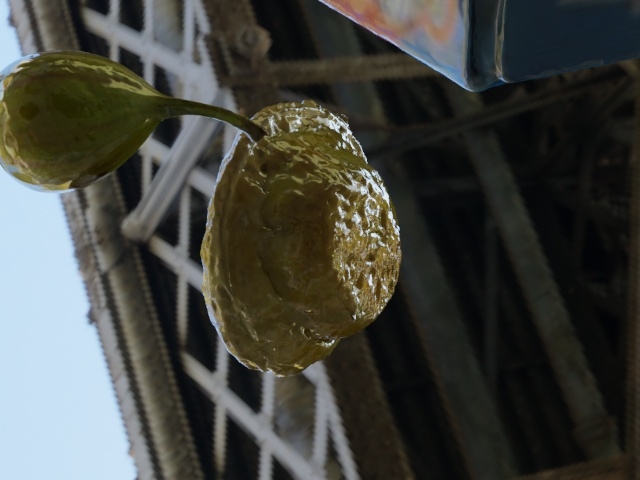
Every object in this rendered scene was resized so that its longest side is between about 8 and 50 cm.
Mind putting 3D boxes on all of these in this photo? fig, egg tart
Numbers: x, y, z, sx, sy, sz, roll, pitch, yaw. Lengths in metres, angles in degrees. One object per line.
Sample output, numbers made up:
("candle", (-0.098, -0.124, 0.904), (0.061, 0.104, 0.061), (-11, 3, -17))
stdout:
("fig", (-0.127, -0.079, 0.933), (0.166, 0.093, 0.093), (-8, -113, -18))
("egg tart", (0.000, 0.000, 1.576), (0.128, 0.319, 0.319), (5, -131, 30))

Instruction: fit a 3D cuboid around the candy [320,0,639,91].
("candy", (0.015, -0.177, 0.511), (0.100, 0.157, 0.306), (-14, -150, -24))
